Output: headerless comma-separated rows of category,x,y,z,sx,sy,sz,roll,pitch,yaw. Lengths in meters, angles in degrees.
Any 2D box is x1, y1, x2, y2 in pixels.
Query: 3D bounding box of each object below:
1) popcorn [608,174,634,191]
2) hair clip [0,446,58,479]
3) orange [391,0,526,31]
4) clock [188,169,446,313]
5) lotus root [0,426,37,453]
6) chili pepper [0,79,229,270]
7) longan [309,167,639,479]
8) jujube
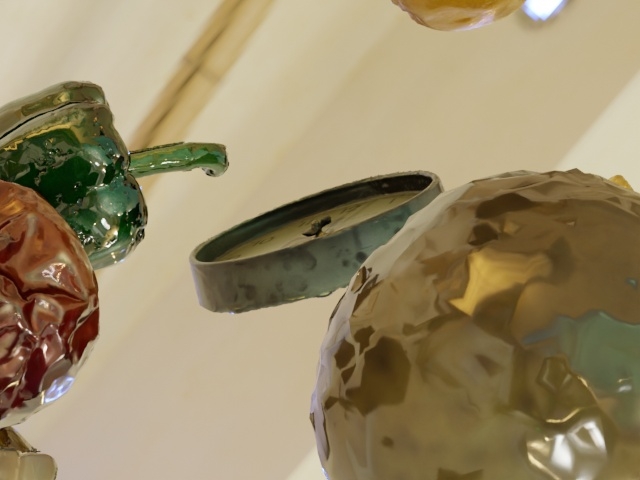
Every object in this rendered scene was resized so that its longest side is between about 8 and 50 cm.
popcorn,0.326,0.011,1.983,0.167,0.152,0.148,96,153,-50
hair clip,-0.342,0.192,1.608,0.226,0.034,0.072,6,173,-5
orange,0.110,-0.248,1.548,0.159,0.136,0.159,42,-174,-5
clock,0.000,0.000,2.175,0.325,0.325,0.067,-136,27,-78
lotus root,-0.369,0.264,2.024,0.120,0.120,0.209,42,170,49
chili pepper,-0.210,-0.060,1.630,0.165,0.261,0.174,68,170,-14
longan,0.185,0.134,1.552,0.391,0.391,0.391,41,-179,-1
jujube,-0.317,0.085,1.431,0.216,0.342,0.216,29,-140,-28
